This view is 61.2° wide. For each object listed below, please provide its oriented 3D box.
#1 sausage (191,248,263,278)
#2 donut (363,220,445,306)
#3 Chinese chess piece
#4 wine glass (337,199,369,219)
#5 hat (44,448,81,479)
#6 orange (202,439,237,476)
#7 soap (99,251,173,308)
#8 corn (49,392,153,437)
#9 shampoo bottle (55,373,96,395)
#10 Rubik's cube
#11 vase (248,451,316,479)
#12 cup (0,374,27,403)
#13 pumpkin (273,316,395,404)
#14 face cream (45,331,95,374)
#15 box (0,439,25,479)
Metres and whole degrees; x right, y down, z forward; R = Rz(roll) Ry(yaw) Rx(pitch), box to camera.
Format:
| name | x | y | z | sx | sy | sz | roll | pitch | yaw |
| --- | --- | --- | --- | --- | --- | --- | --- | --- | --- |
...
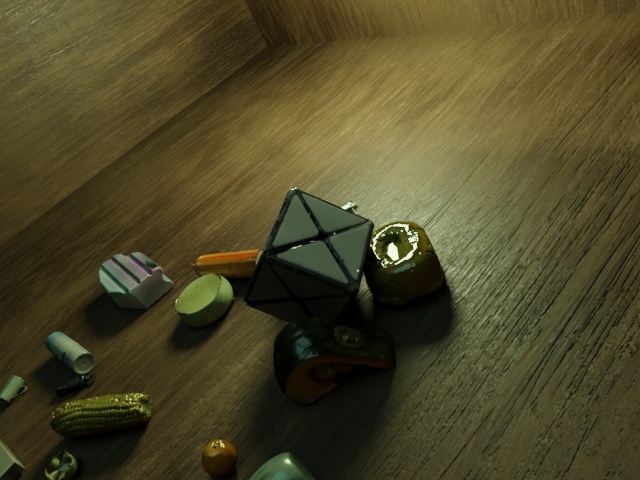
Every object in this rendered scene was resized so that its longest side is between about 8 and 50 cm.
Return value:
| name | x | y | z | sx | sy | sz | roll | pitch | yaw |
| --- | --- | --- | --- | --- | --- | --- | --- | --- | --- |
| sausage | -0.316 | 0.085 | 1.839 | 0.313 | 0.092 | 0.092 | -6 | 40 | 31 |
| donut | 0.212 | 0.060 | 1.466 | 0.209 | 0.128 | 0.261 | -27 | 32 | 4 |
| Chinese chess piece | -0.372 | 0.193 | 1.750 | 0.189 | 0.083 | 0.188 | -21 | 36 | 16 |
| wine glass | 0.000 | 0.000 | 1.685 | 0.321 | 0.143 | 0.143 | -36 | 35 | -11 |
| hat | -0.685 | 0.609 | 1.445 | 0.076 | 0.059 | 0.077 | 24 | 64 | 31 |
| orange | -0.232 | 0.500 | 1.247 | 0.084 | 0.083 | 0.083 | -19 | 35 | 14 |
| soap | -0.706 | 0.146 | 2.018 | 0.193 | 0.109 | 0.324 | -43 | 37 | -21 |
| corn | -0.616 | 0.487 | 1.511 | 0.318 | 0.115 | 0.115 | -15 | 36 | 18 |
| shampoo bottle | -0.784 | 0.460 | 1.734 | 0.137 | 0.027 | 0.048 | -24 | 47 | 7 |
| Rubik's cube | -0.029 | 0.063 | 1.437 | 0.255 | 0.259 | 0.260 | 23 | 52 | -3 |
| vase | -0.121 | 0.546 | 1.079 | 0.248 | 0.128 | 0.128 | -44 | 36 | -6 |
| cup | -1.043 | 0.512 | 1.841 | 0.054 | 0.075 | 0.083 | -47 | 15 | 50 |
| pumpkin | 0.024 | 0.300 | 1.327 | 0.281 | 0.189 | 0.139 | 12 | 30 | -17 |
| face cream | -0.854 | 0.381 | 1.843 | 0.250 | 0.077 | 0.077 | 12 | 51 | 44 |
| box | -1.021 | 0.742 | 1.512 | 0.205 | 0.051 | 0.365 | 11 | 50 | 44 |
